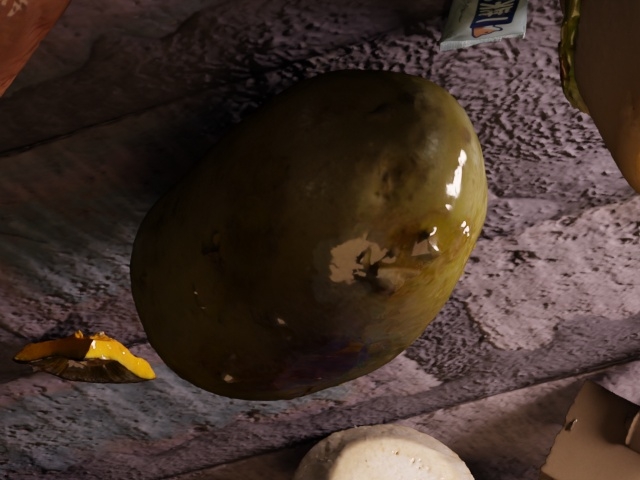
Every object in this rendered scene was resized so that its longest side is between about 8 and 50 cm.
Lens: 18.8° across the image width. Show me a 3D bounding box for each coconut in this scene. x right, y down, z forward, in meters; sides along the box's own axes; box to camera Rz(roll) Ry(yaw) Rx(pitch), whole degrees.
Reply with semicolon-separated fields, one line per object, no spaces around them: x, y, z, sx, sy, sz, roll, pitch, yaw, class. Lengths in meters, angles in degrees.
0.051;0.289;1.849;0.202;0.202;0.222;-3;152;-12;coconut

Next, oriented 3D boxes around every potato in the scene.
0.000;0.000;1.257;0.210;0.173;0.307;5;154;-23;potato

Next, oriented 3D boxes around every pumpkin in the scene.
-0.188;0.093;1.555;0.073;0.035;0.101;-10;160;29;pumpkin

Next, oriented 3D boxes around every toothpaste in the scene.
0.104;-0.162;1.116;0.056;0.036;0.205;-6;158;-5;toothpaste

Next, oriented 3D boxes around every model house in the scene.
0.330;0.171;1.789;0.176;0.181;0.248;-38;148;-45;model house

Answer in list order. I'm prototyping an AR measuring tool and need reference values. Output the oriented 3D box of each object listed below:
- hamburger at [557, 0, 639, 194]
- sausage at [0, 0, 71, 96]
0.265;-0.137;1.050;0.300;0.176;0.300;-7;153;-4;hamburger
-0.216;-0.100;1.079;0.086;0.086;0.289;8;151;-31;sausage
